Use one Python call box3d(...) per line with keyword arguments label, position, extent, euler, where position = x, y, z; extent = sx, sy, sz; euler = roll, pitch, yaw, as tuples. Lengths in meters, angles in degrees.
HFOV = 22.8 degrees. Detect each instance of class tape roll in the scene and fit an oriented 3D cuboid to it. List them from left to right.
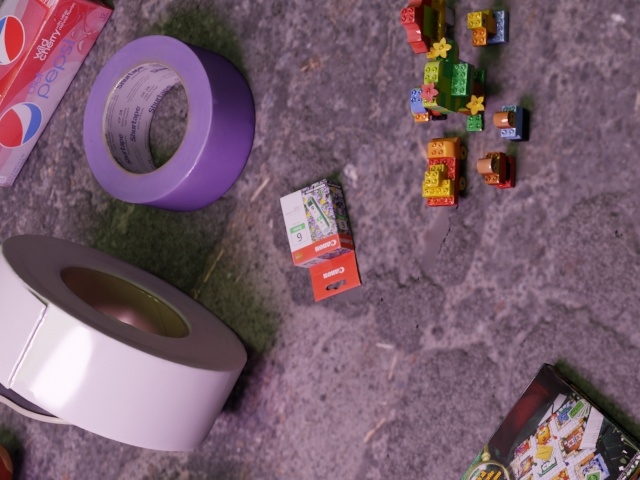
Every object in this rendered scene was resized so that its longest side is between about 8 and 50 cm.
box3d(label="tape roll", position=(-0.224, 0.103, 1.656), extent=(0.286, 0.286, 0.100), euler=(36, 104, 33))
box3d(label="tape roll", position=(-0.171, -0.130, 1.780), extent=(0.189, 0.080, 0.189), euler=(-7, 78, 34))

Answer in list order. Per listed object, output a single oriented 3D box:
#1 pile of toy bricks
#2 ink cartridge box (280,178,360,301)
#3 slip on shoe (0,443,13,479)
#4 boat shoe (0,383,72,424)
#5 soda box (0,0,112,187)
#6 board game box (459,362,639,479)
box3d(label="pile of toy bricks", position=(0.129, -0.145, 1.555), extent=(0.118, 0.105, 0.212), euler=(-3, 81, 35))
box3d(label="ink cartridge box", position=(0.000, 0.000, 1.671), extent=(0.063, 0.029, 0.115), euler=(-22, 71, 30))
box3d(label="slip on shoe", position=(-0.458, 0.360, 1.904), extent=(0.123, 0.101, 0.331), euler=(38, 120, 8))
box3d(label="boat shoe", position=(-0.323, 0.168, 1.846), extent=(0.206, 0.075, 0.065), euler=(12, 93, 40))
box3d(label="soda box", position=(-0.364, -0.197, 1.917), extent=(0.083, 0.092, 0.263), euler=(42, 108, 32))
box3d(label="board game box", position=(0.188, 0.259, 1.501), extent=(0.136, 0.030, 0.260), euler=(42, 107, 30))
